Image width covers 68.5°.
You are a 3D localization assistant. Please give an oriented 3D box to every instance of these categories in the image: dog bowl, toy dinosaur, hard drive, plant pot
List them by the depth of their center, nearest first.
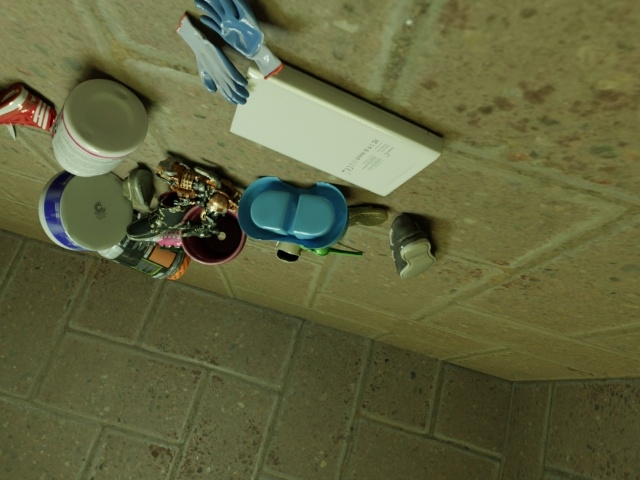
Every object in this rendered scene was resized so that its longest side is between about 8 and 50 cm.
[{"bbox_3d":[0.017,-0.199,0.886,0.353,0.047,0.233,21,161,-13],"label":"hard drive"},{"bbox_3d":[-0.063,-0.065,1.187,0.297,0.166,0.074,9,172,21],"label":"dog bowl"},{"bbox_3d":[-0.303,-0.107,1.299,0.322,0.164,0.218,41,141,-7],"label":"toy dinosaur"},{"bbox_3d":[-0.736,-0.098,1.494,0.104,0.265,0.265,3,158,28],"label":"dog bowl"},{"bbox_3d":[-0.330,-0.021,1.516,0.201,0.201,0.180,17,178,0],"label":"plant pot"}]

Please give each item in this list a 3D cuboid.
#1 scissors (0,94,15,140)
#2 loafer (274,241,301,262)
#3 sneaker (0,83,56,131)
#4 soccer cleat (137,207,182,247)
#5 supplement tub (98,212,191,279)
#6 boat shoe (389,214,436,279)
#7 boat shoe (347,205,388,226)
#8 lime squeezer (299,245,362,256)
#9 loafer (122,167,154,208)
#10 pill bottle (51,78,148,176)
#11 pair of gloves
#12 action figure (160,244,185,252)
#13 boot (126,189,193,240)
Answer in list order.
[{"bbox_3d":[-0.867,-0.331,1.313,0.109,0.021,0.297,17,160,-7],"label":"scissors"},{"bbox_3d":[-0.112,0.032,1.601,0.102,0.092,0.268,19,161,-2],"label":"loafer"},{"bbox_3d":[-0.756,-0.302,1.176,0.221,0.087,0.128,-5,154,33],"label":"sneaker"},{"bbox_3d":[-0.543,-0.047,1.675,0.331,0.143,0.116,2,-177,30],"label":"soccer cleat"},{"bbox_3d":[-0.720,0.029,1.945,0.207,0.207,0.338,0,155,42],"label":"supplement tub"},{"bbox_3d":[0.250,0.022,1.295,0.112,0.095,0.335,-23,159,4],"label":"boat shoe"},{"bbox_3d":[0.106,-0.068,1.213,0.153,0.048,0.056,-7,139,38],"label":"boat shoe"},{"bbox_3d":[0.000,0.000,1.481,0.110,0.059,0.310,-40,132,19],"label":"lime squeezer"},{"bbox_3d":[-0.571,-0.157,1.447,0.087,0.094,0.251,16,163,-12],"label":"loafer"},{"bbox_3d":[-0.507,-0.236,1.055,0.160,0.160,0.283,28,159,-31],"label":"pill bottle"},{"bbox_3d":[-0.147,-0.291,0.718,0.159,0.023,0.198,49,147,-18],"label":"pair of gloves"},{"bbox_3d":[-0.527,0.000,1.871,0.063,0.137,0.232,-13,156,34],"label":"action figure"},{"bbox_3d":[-0.522,-0.086,1.514,0.236,0.085,0.178,-18,164,-15],"label":"boot"}]
